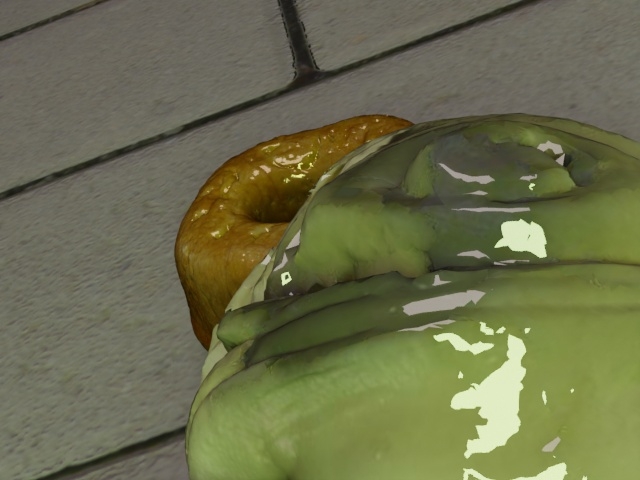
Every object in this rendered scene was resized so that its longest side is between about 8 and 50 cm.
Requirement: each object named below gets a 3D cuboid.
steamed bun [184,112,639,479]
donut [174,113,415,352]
[{"bbox_3d":[0.086,0.054,0.722,0.339,0.247,0.352,0,40,35],"label":"steamed bun"},{"bbox_3d":[0.001,0.001,0.998,0.226,0.114,0.227,-15,32,10],"label":"donut"}]
